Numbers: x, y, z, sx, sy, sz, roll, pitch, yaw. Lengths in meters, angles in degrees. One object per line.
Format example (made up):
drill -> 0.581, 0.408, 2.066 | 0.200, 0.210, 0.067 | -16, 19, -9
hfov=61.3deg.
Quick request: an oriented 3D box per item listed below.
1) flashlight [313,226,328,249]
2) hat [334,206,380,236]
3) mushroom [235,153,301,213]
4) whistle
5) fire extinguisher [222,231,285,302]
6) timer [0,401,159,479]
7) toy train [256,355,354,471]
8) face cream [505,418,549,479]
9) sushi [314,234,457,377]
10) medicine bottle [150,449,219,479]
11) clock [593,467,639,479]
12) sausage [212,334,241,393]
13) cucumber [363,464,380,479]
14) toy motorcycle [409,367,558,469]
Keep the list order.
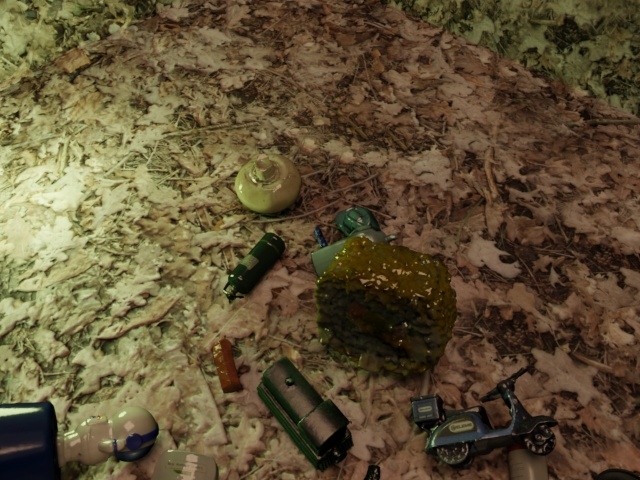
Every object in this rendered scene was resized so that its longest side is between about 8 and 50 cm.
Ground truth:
flashlight -> 0.000, 0.000, 1.906 | 0.035, 0.057, 0.121 | -40, 46, 16
hat -> 0.136, -0.070, 1.935 | 0.138, 0.078, 0.191 | -26, 56, -22
mushroom -> -0.195, -0.220, 1.976 | 0.246, 0.202, 0.246 | -4, 58, 6
whistle -> 0.128, 0.037, 1.826 | 0.290, 0.163, 0.163 | -23, 48, 21
fire extinguisher -> -0.233, 0.102, 1.788 | 0.118, 0.093, 0.294 | 8, 47, 39
timer -> -0.609, 0.520, 1.372 | 0.384, 0.270, 0.270 | -5, 50, -23
toy train -> -0.044, 0.449, 1.456 | 0.139, 0.178, 0.330 | -33, 60, -24
face cream -> 0.541, 0.584, 1.409 | 0.096, 0.095, 0.214 | 6, 51, 4
sushi -> 0.189, 0.202, 1.558 | 0.397, 0.351, 0.240 | 16, 37, 17
medicine bottle -> -0.356, 0.675, 1.313 | 0.161, 0.111, 0.296 | 8, 53, 5
clock -> 0.775, 0.679, 1.372 | 0.185, 0.040, 0.184 | 0, 51, 0
sausage -> -0.281, 0.362, 1.594 | 0.065, 0.065, 0.169 | -14, 52, -12
cucumber -> 0.113, 0.693, 1.349 | 0.044, 0.043, 0.256 | 7, 52, 11
toy motorcycle -> 0.427, 0.472, 1.418 | 0.359, 0.125, 0.212 | -16, 53, 17
